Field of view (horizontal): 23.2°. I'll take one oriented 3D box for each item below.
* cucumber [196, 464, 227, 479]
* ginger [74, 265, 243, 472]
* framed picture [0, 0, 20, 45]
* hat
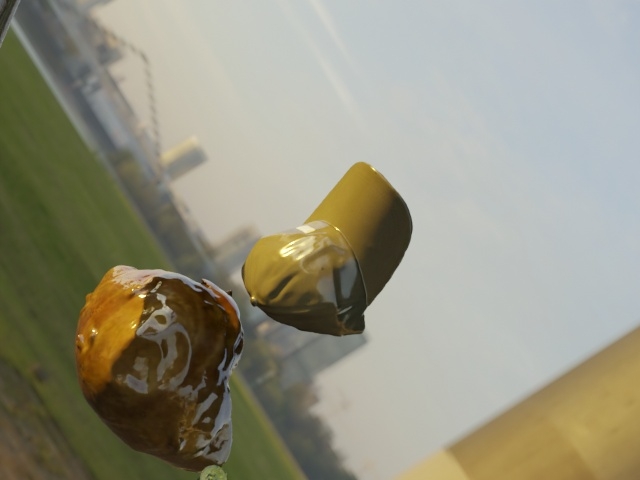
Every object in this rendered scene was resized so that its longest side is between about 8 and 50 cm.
[{"bbox_3d":[-0.119,0.262,1.628,0.032,0.032,0.133,57,-19,11],"label":"cucumber"},{"bbox_3d":[-0.209,0.169,1.990,0.200,0.223,0.269,-128,-133,-61],"label":"ginger"},{"bbox_3d":[-0.392,-0.301,1.781,0.240,0.020,0.324,91,9,-48],"label":"framed picture"},{"bbox_3d":[0.000,0.000,1.765,0.166,0.144,0.173,43,-48,37],"label":"hat"}]
